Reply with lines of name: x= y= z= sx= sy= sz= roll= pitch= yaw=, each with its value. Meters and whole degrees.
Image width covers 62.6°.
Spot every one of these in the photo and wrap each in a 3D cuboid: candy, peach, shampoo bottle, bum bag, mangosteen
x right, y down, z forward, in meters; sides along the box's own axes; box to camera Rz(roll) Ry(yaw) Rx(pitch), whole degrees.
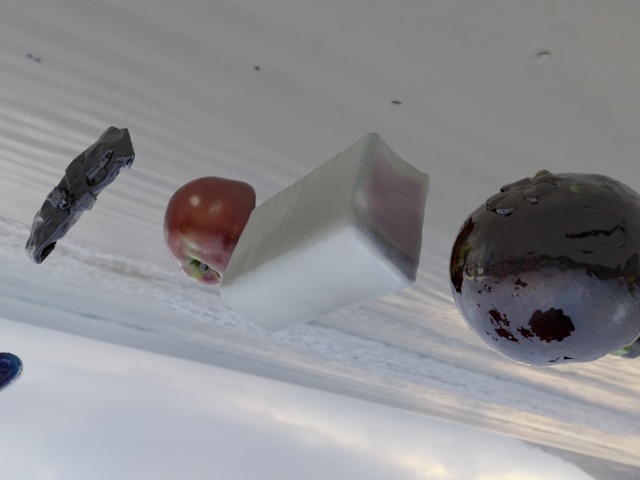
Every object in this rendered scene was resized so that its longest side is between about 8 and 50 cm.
candy: x=-0.002 y=0.001 z=0.843 sx=0.145 sy=0.208 sz=0.358 roll=35 pitch=142 yaw=-26
peach: x=-0.260 y=-0.042 z=1.295 sx=0.248 sy=0.275 sz=0.245 roll=-25 pitch=128 yaw=38
shampoo bottle: x=-0.420 y=0.173 z=0.661 sx=0.087 sy=0.050 sz=0.183 roll=-23 pitch=177 yaw=-31
bum bag: x=-0.450 y=-0.091 z=0.971 sx=0.074 sy=0.310 sz=0.137 roll=39 pitch=-170 yaw=-43
mangosteen: x=0.284 y=0.057 z=0.598 sx=0.289 sy=0.231 sz=0.231 roll=47 pitch=153 yaw=-16
